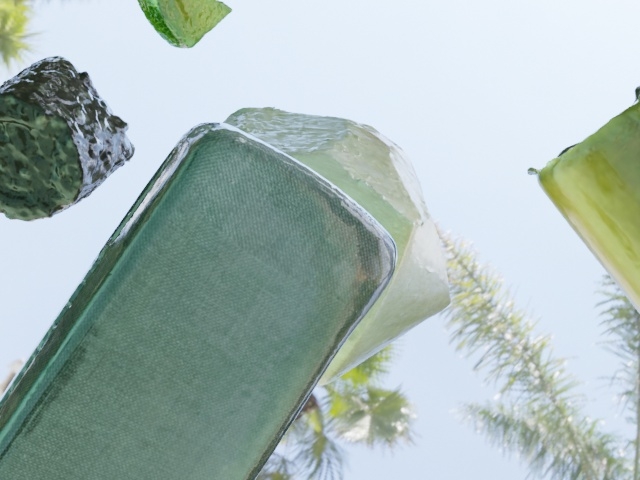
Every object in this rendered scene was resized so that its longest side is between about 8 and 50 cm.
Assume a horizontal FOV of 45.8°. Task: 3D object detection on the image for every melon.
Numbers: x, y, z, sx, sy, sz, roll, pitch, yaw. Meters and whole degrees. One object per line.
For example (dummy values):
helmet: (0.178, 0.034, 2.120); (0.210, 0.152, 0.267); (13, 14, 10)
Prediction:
melon: (-0.161, -0.332, 0.886); (0.064, 0.118, 0.210); (35, -43, 50)

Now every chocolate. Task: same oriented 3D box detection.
chocolate: (0.396, 0.056, 0.717); (0.162, 0.162, 0.445); (-41, -100, 37)

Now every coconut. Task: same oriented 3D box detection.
coconut: (0.000, 0.000, 1.063); (0.415, 0.415, 0.345); (45, -51, 16)

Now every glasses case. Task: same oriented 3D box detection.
glasses case: (-0.096, 0.096, 0.396); (0.131, 0.074, 0.323); (34, -88, -21)

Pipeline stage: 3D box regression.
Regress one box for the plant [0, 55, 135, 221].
plant: (-0.422, -0.172, 1.227); (0.213, 0.312, 0.215); (-33, -78, 22)
